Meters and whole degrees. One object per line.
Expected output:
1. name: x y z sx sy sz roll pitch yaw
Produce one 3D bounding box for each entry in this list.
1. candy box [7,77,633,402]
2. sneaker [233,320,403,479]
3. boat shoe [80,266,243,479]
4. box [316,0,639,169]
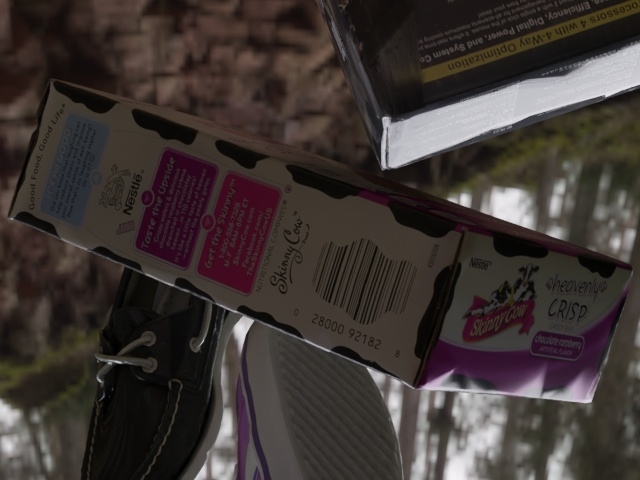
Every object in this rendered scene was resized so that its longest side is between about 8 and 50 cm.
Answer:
1. candy box: 0.000 0.000 0.878 0.233 0.071 0.159 20 -175 33
2. sneaker: -0.034 0.178 1.077 0.102 0.161 0.282 24 -137 -40
3. boat shoe: -0.122 0.076 1.448 0.114 0.091 0.302 -14 -137 30
4. box: 0.166 -0.252 1.126 0.395 0.097 0.318 -19 -109 -5
